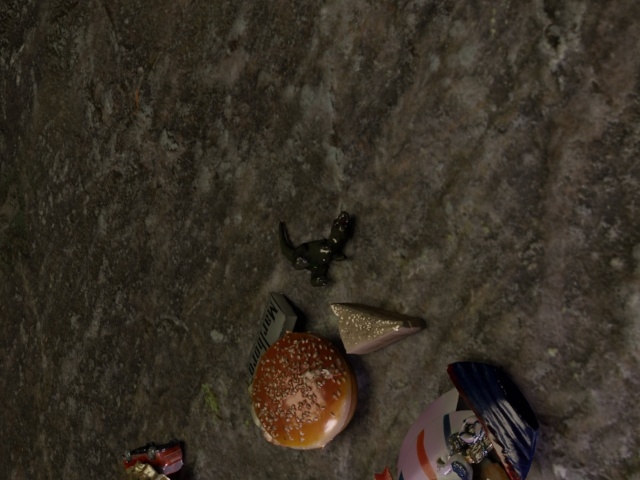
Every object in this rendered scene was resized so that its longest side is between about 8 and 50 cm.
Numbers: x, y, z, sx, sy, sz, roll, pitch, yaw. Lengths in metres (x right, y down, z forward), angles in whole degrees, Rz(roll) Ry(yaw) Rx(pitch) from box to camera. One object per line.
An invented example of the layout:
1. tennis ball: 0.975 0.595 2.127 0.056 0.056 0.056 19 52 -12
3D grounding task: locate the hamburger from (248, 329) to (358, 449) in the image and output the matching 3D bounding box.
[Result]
1. hamburger: -0.030 0.286 1.482 0.237 0.147 0.236 -5 83 42

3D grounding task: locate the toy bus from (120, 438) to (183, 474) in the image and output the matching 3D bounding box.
1. toy bus: -0.398 0.525 1.877 0.174 0.079 0.077 -18 84 41

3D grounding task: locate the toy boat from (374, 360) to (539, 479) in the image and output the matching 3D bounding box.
1. toy boat: 0.212 0.314 1.286 0.318 0.072 0.219 -26 57 39

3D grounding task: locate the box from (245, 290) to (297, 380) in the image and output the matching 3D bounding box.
1. box: -0.102 0.206 1.609 0.115 0.036 0.177 46 120 60

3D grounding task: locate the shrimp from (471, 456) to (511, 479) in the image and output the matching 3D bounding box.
1. shrimp: 0.193 0.452 1.322 0.317 0.062 0.164 -32 59 35

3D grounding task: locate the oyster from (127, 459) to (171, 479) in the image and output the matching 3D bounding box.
1. oyster: -0.402 0.613 1.825 0.214 0.083 0.222 -3 108 38

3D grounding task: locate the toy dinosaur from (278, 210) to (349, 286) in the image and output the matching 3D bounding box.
1. toy dinosaur: 0.000 0.000 1.560 0.187 0.087 0.179 -31 29 22

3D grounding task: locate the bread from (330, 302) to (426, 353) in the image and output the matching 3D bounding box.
1. bread: 0.102 0.136 1.411 0.152 0.077 0.105 -30 68 37
